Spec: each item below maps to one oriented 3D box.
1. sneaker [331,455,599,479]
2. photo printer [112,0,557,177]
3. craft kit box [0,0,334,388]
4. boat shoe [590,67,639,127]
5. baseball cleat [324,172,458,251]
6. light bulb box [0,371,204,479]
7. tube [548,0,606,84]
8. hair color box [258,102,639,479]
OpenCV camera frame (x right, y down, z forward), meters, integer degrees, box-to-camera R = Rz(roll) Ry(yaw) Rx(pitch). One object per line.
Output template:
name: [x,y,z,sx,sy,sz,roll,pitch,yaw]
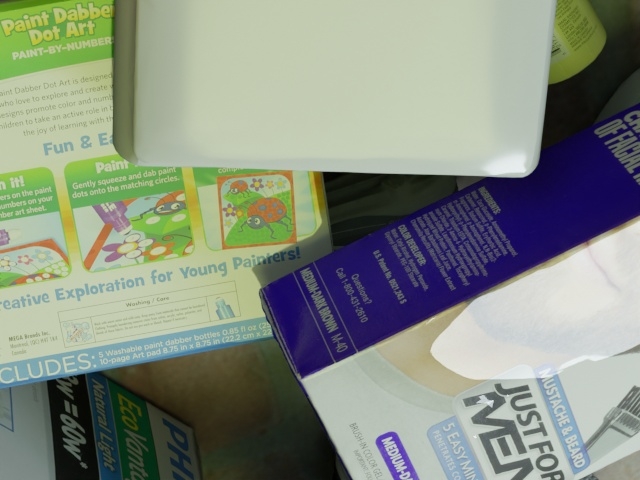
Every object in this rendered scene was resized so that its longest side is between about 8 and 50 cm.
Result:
sneaker: [0.114,0.240,1.331,0.268,0.101,0.153,16,126,-19]
photo printer: [0.014,-0.192,0.904,0.256,0.107,0.308,2,109,-7]
craft kit box: [-0.124,-0.044,1.021,0.249,0.061,0.247,-10,111,-5]
boat shoe: [0.203,0.028,1.163,0.121,0.119,0.335,8,126,-19]
baseball cleat: [0.000,0.000,1.128,0.206,0.072,0.109,-14,136,3]
light bulb box: [-0.318,0.234,1.141,0.358,0.225,0.361,-42,124,19]
tube: [0.099,-0.203,1.001,0.062,0.070,0.240,0,139,47]
hair color box: [0.155,0.048,1.020,0.338,0.110,0.185,-27,126,-1]
